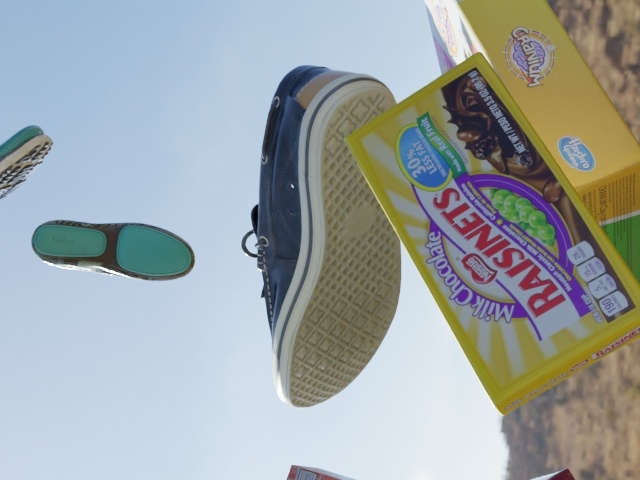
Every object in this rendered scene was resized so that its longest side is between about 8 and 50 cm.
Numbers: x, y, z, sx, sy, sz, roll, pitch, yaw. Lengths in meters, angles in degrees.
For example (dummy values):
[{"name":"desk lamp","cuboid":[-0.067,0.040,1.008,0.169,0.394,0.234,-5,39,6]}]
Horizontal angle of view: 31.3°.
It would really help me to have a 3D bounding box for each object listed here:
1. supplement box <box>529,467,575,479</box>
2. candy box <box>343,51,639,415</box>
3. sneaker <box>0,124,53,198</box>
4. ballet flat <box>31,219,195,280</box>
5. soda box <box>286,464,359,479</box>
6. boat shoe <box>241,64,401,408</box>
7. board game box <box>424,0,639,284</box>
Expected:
[{"name":"supplement box","cuboid":[0.219,0.334,1.311,0.081,0.104,0.188,62,151,9]},{"name":"candy box","cuboid":[0.102,-0.009,0.679,0.206,0.105,0.027,62,-169,29]},{"name":"sneaker","cuboid":[-0.454,-0.082,1.376,0.107,0.275,0.110,-28,-83,-77]},{"name":"ballet flat","cuboid":[-0.239,0.012,1.327,0.070,0.188,0.070,-169,90,-87]},{"name":"soda box","cuboid":[0.054,0.260,1.057,0.063,0.183,0.058,27,-103,-59]},{"name":"boat shoe","cuboid":[0.000,0.000,1.491,0.186,0.156,0.500,-17,-53,-29]},{"name":"board game box","cuboid":[0.178,-0.112,0.986,0.242,0.064,0.317,64,-178,-59]}]
